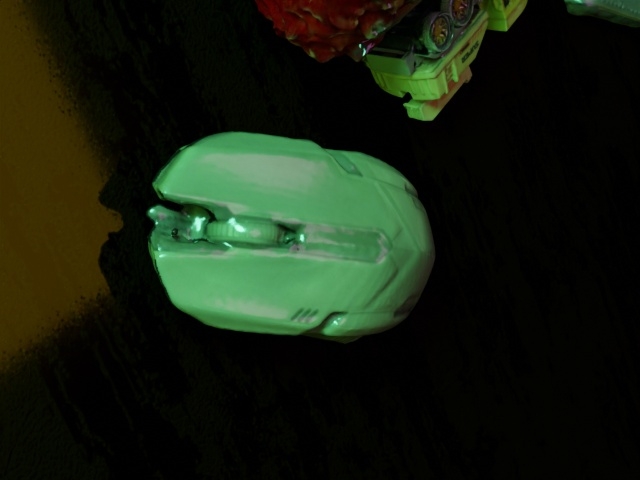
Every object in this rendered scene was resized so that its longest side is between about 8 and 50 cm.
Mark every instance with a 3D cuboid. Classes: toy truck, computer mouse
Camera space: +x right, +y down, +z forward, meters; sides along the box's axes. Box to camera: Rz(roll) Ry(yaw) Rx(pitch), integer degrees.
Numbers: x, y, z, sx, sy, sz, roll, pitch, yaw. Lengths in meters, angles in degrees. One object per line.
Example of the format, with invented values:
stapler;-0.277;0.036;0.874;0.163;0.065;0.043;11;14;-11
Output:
toy truck;0.162;-0.277;1.680;0.272;0.124;0.157;-52;138;-30
computer mouse;0.001;0.000;1.493;0.429;0.145;0.228;8;85;-44

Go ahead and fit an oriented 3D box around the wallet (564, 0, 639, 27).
wallet;0.456;-0.501;2.012;0.252;0.083;0.360;4;87;-39

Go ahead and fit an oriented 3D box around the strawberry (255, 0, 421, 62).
strawberry;0.010;-0.397;1.458;0.317;0.295;0.345;-42;97;0
